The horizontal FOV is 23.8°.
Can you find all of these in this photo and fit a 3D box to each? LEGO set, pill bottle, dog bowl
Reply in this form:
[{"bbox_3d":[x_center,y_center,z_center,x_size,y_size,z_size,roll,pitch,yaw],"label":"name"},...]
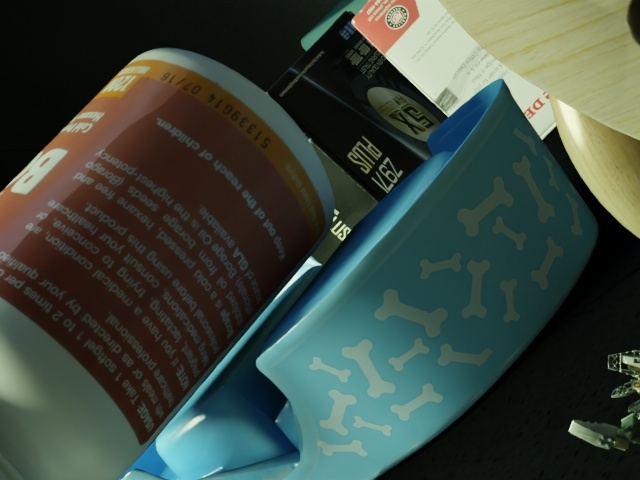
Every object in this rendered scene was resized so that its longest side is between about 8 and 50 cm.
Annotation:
[{"bbox_3d":[0.097,0.029,0.372,0.083,0.023,0.054,-35,6,-3],"label":"LEGO set"},{"bbox_3d":[-0.101,0.027,0.655,0.216,0.121,0.121,-49,4,-25],"label":"pill bottle"},{"bbox_3d":[0.010,0.050,0.675,0.297,0.074,0.166,-43,7,46],"label":"dog bowl"}]

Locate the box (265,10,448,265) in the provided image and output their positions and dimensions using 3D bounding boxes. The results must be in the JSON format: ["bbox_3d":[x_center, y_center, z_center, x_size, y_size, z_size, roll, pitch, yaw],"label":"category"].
[{"bbox_3d":[0.023,-0.063,1.079,0.077,0.147,0.180,-45,4,33],"label":"box"}]

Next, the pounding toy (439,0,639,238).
[{"bbox_3d":[0.121,-0.107,0.336,0.269,0.154,0.155,-35,12,50],"label":"pounding toy"}]

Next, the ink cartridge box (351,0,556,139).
[{"bbox_3d":[0.104,-0.127,0.938,0.099,0.135,0.056,-46,1,20],"label":"ink cartridge box"}]

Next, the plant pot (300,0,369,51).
[{"bbox_3d":[0.136,-0.259,1.731,0.234,0.165,0.166,-35,11,38],"label":"plant pot"}]
